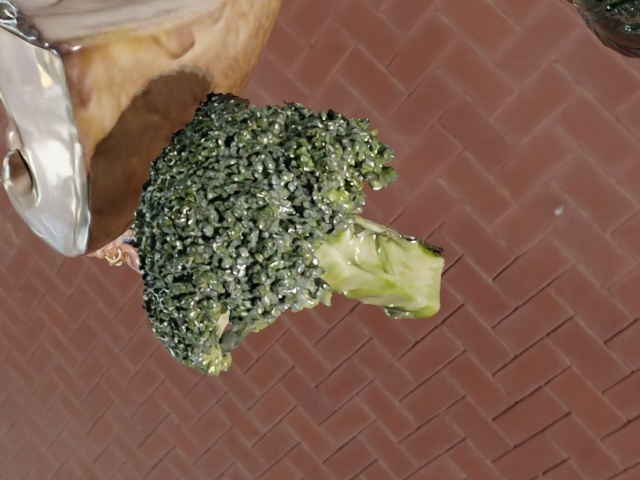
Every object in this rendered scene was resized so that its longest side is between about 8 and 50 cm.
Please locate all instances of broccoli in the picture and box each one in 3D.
[{"bbox_3d":[-0.018,0.012,0.612,0.252,0.361,0.221,-20,63,13],"label":"broccoli"}]

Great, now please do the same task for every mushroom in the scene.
[{"bbox_3d":[-0.184,-0.185,0.772,0.224,0.397,0.313,28,136,28],"label":"mushroom"}]

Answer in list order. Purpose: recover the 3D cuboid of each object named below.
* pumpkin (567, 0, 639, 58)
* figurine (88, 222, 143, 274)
[{"bbox_3d":[0.298,-0.270,0.580,0.162,0.220,0.220,-38,86,20],"label":"pumpkin"},{"bbox_3d":[-0.294,-0.002,0.962,0.126,0.157,0.114,57,147,29],"label":"figurine"}]
